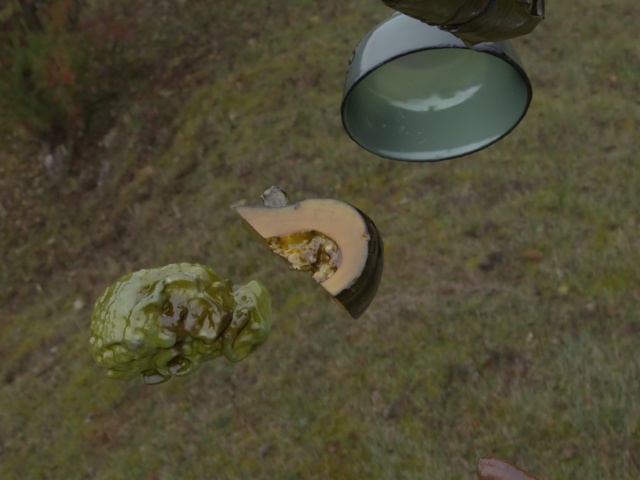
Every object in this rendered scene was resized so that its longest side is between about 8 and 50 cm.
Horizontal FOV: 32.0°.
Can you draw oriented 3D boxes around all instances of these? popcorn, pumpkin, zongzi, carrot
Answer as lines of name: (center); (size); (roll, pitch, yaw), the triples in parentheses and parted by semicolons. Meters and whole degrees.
popcorn: (-0.235, 0.125, 1.744); (0.285, 0.225, 0.174); (-14, 72, 19)
pumpkin: (-0.002, -0.005, 1.564); (0.248, 0.131, 0.126); (36, 87, 29)
zongzi: (0.129, -0.352, 1.195); (0.123, 0.260, 0.289); (-9, -8, 37)
carrot: (0.316, 0.356, 1.552); (0.216, 0.048, 0.048); (21, 51, 19)

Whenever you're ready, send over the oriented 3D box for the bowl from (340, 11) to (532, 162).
bowl: (0.204, -0.316, 2.064); (0.353, 0.354, 0.185); (-11, 60, 13)
